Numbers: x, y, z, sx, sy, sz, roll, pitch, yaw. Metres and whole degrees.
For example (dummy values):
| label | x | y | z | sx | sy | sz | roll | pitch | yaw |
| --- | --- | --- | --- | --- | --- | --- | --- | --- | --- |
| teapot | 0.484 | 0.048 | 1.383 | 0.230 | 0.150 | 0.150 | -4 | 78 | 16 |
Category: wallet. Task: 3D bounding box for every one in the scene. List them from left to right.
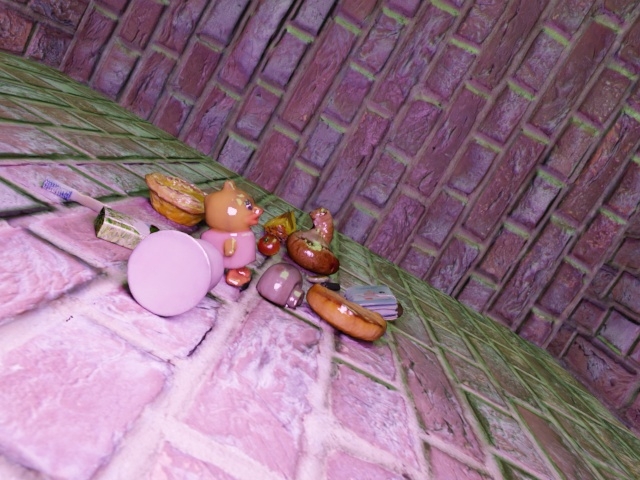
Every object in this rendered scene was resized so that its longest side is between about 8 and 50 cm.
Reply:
| label | x | y | z | sx | sy | sz | roll | pitch | yaw |
| --- | --- | --- | --- | --- | --- | --- | --- | --- | --- |
| wallet | 0.185 | 0.226 | 1.981 | 0.176 | 0.075 | 0.250 | -4 | 11 | -3 |

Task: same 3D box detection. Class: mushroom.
| label | x | y | z | sx | sy | sz | roll | pitch | yaw |
| --- | --- | --- | --- | --- | --- | --- | --- | --- | --- |
| mushroom | -0.112 | 0.127 | 1.631 | 0.141 | 0.117 | 0.188 | 20 | 11 | 11 |
| mushroom | -0.017 | 0.032 | 2.218 | 0.267 | 0.254 | 0.267 | 23 | 37 | -19 |

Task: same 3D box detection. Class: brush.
| label | x | y | z | sx | sy | sz | roll | pitch | yaw |
| --- | --- | --- | --- | --- | --- | --- | --- | --- | --- |
| brush | -0.646 | -0.114 | 1.435 | 0.178 | 0.033 | 0.030 | 28 | 15 | -16 |

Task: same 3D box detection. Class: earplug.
| label | x | y | z | sx | sy | sz | roll | pitch | yaw |
| --- | --- | --- | --- | --- | --- | --- | --- | --- | --- |
| earplug | -0.292 | 0.064 | 1.227 | 0.172 | 0.172 | 0.301 | 31 | 2 | 3 |

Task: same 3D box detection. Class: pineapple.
| label | x | y | z | sx | sy | sz | roll | pitch | yaw |
| --- | --- | --- | --- | --- | --- | --- | --- | --- | --- |
| pineapple | -0.174 | -0.031 | 2.401 | 0.250 | 0.140 | 0.164 | -80 | 153 | -65 |

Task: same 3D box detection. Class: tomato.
| label | x | y | z | sx | sy | sz | roll | pitch | yaw |
| --- | --- | --- | --- | --- | --- | --- | --- | --- | --- |
| tomato | -0.191 | 0.021 | 2.032 | 0.087 | 0.087 | 0.075 | 40 | -26 | 47 |

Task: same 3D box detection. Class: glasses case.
| label | x | y | z | sx | sy | sz | roll | pitch | yaw |
| --- | --- | --- | --- | --- | --- | --- | --- | --- | --- |
| glasses case | -0.437 | -0.003 | 1.400 | 0.272 | 0.062 | 0.095 | 24 | 10 | -34 |

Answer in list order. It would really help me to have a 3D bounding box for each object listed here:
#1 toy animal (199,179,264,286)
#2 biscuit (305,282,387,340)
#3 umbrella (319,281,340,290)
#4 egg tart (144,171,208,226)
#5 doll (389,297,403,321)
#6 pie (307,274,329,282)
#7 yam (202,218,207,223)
| label | x | y | z | sx | sy | sz | roll | pitch | yaw |
| --- | --- | --- | --- | --- | --- | --- | --- | --- | --- |
| toy animal | -0.253 | -0.029 | 1.525 | 0.169 | 0.281 | 0.195 | 9 | 11 | -4 |
| biscuit | 0.081 | 0.233 | 1.684 | 0.274 | 0.091 | 0.213 | 30 | 6 | -10 |
| umbrella | 0.035 | 0.175 | 2.074 | 0.036 | 0.031 | 0.133 | 6 | -4 | 29 |
| egg tart | -0.478 | -0.137 | 1.846 | 0.288 | 0.118 | 0.288 | 27 | 11 | -6 |
| doll | 0.263 | 0.264 | 2.133 | 0.145 | 0.096 | 0.188 | 21 | 20 | -11 |
| pie | -0.011 | 0.143 | 2.033 | 0.084 | 0.020 | 0.084 | 0 | 5 | 0 |
| yam | -0.367 | -0.074 | 2.006 | 0.179 | 0.078 | 0.078 | 30 | 8 | -24 |
